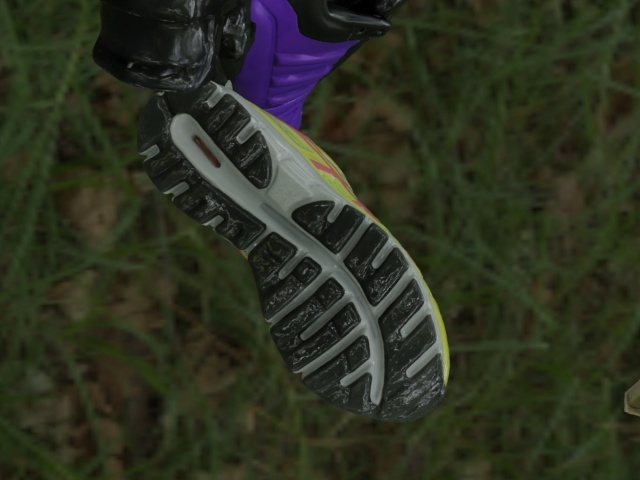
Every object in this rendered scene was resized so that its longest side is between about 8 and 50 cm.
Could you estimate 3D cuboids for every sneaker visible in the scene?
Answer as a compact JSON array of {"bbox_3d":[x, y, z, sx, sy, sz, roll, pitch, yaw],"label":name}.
[{"bbox_3d":[-0.013,-0.123,1.081,0.146,0.293,0.102,-21,78,2],"label":"sneaker"},{"bbox_3d":[0.000,0.000,0.972,0.208,0.081,0.094,53,16,11],"label":"sneaker"}]

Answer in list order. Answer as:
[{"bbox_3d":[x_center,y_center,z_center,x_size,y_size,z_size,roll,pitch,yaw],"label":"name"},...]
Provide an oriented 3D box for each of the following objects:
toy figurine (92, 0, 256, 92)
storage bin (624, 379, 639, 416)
[{"bbox_3d":[-0.119,-0.143,0.539,0.209,0.213,0.148,-6,126,-18],"label":"toy figurine"},{"bbox_3d":[0.307,0.108,0.872,0.262,0.260,0.123,17,59,-10],"label":"storage bin"}]
